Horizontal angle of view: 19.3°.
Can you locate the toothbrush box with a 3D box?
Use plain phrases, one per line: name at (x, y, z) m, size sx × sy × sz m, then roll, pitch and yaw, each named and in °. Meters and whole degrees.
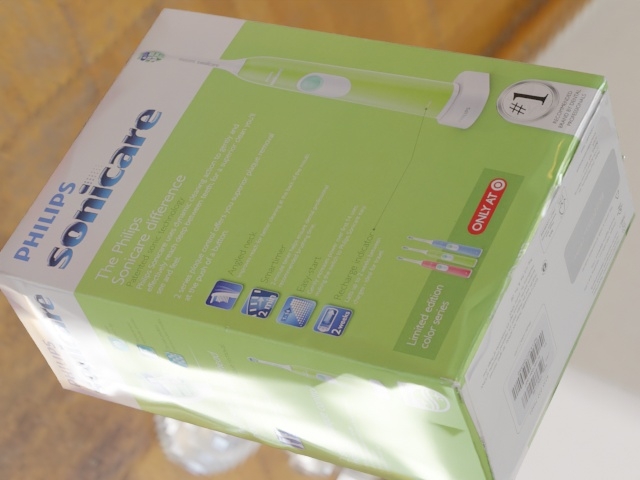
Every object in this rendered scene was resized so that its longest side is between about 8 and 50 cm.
toothbrush box at (0.000, 0.000, 1.027) m, size 0.206 × 0.283 × 0.122 m, roll -61°, pitch 150°, yaw -30°
